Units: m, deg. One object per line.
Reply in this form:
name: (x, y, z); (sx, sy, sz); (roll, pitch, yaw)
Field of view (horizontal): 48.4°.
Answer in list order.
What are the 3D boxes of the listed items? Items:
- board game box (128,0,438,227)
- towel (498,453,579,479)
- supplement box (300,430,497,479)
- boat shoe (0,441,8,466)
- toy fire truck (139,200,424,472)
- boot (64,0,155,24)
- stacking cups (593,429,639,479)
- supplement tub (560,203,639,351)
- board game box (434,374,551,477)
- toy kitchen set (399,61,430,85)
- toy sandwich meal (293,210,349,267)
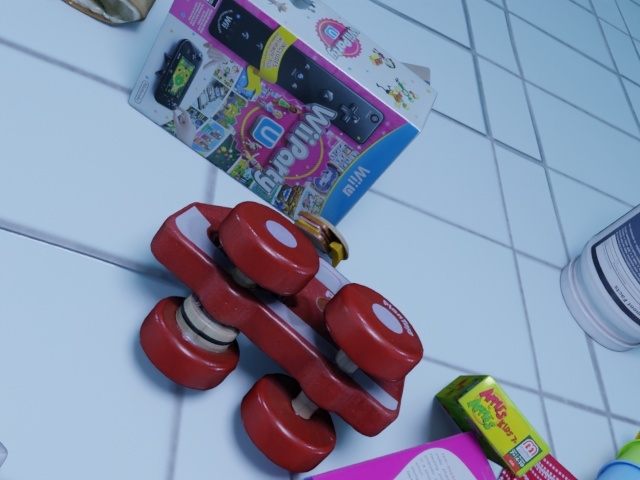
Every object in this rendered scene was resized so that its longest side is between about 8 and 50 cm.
board game box: (-0.049, -0.173, 0.857); (0.303, 0.224, 0.098); (35, 43, -7)
towel: (0.262, 0.371, 0.796); (0.199, 0.031, 0.275); (43, 43, -1)
supplement box: (0.065, 0.269, 0.673); (0.220, 0.114, 0.111); (-2, 58, -36)
boat shoe: (-0.375, 0.129, 0.483); (0.301, 0.108, 0.102); (31, 76, -30)
toy fire truck: (-0.028, 0.071, 0.752); (0.302, 0.169, 0.254); (40, 17, -1)
boot: (-0.217, -0.382, 1.007); (0.236, 0.089, 0.270); (21, 46, -7)
stacking cups: (0.349, 0.301, 0.829); (0.316, 0.096, 0.096); (-10, 63, -43)
supplement tub: (0.520, 0.033, 1.068); (0.191, 0.272, 0.191); (19, 48, -23)
board game box: (0.181, 0.195, 0.776); (0.043, 0.181, 0.092); (-37, 80, -5)
toy kitchen set: (0.043, -0.172, 1.029); (0.207, 0.122, 0.166); (10, 49, -4)
toy sandwich meal: (0.000, 0.000, 0.870); (0.085, 0.085, 0.029); (44, 71, 2)
